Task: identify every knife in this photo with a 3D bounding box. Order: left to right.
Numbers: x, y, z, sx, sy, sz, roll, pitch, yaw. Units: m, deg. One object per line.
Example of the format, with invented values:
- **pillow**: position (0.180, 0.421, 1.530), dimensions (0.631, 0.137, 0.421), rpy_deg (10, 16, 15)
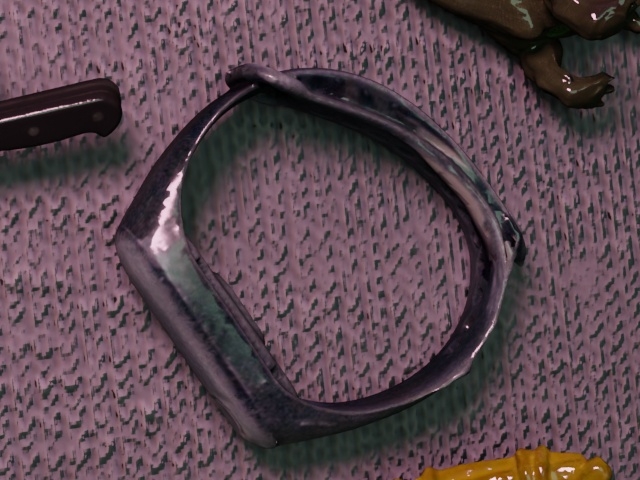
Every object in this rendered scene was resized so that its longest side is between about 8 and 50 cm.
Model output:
- **knife**: position (-0.218, -0.028, 0.834), dimensions (0.245, 0.019, 0.072), rpy_deg (-15, 134, -9)

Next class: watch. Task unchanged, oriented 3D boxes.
- **watch**: position (0.000, 0.000, 0.878), dimensions (0.193, 0.068, 0.206), rpy_deg (-36, 100, -14)

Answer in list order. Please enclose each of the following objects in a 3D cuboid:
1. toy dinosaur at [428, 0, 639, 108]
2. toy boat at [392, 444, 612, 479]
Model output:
- **toy dinosaur**: position (0.124, -0.166, 0.933), dimensions (0.187, 0.087, 0.179), rpy_deg (-25, 58, -27)
- **toy boat**: position (0.022, 0.218, 0.865), dimensions (0.318, 0.099, 0.141), rpy_deg (-37, 101, -13)
